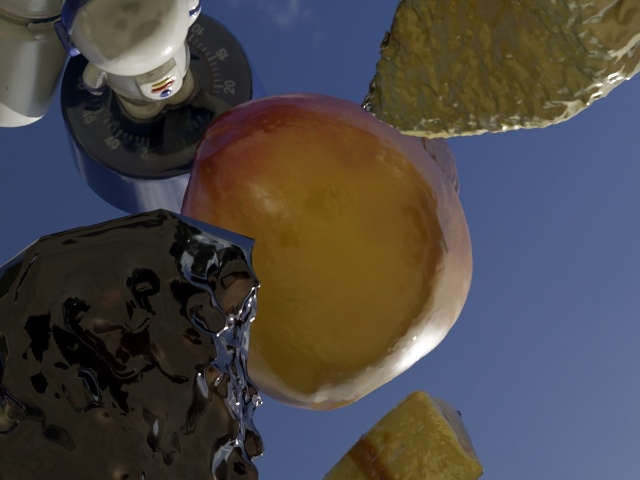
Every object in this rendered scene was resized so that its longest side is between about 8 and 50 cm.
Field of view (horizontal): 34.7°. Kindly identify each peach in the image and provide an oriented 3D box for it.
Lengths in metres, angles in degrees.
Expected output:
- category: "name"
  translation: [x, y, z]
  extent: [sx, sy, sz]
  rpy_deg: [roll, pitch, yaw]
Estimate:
- category: "peach"
  translation: [0.003, -0.003, 1.004]
  extent: [0.289, 0.289, 0.308]
  rpy_deg: [-28, -74, -25]

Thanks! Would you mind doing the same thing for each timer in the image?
- category: "timer"
  translation: [-0.202, -0.209, 1.201]
  extent: [0.270, 0.383, 0.270]
  rpy_deg: [0, -109, 1]

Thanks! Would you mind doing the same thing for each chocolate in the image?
- category: "chocolate"
  translation: [-0.106, 0.124, 0.552]
  extent: [0.206, 0.224, 0.177]
  rpy_deg: [21, -139, -62]

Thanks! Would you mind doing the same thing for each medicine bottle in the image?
- category: "medicine bottle"
  translation: [-0.369, -0.266, 1.237]
  extent: [0.143, 0.258, 0.143]
  rpy_deg: [13, -126, -18]

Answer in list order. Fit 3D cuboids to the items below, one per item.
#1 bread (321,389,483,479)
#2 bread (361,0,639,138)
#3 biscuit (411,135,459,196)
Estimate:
- category: "bread"
  translation: [0.116, 0.338, 1.321]
  extent: [0.240, 0.178, 0.135]
  rpy_deg: [-49, -43, 11]
- category: "bread"
  translation: [0.113, -0.136, 0.422]
  extent: [0.133, 0.252, 0.174]
  rpy_deg: [36, -116, 17]
- category: "biscuit"
  translation: [0.133, -0.046, 1.388]
  extent: [0.202, 0.047, 0.334]
  rpy_deg: [55, -146, -26]
